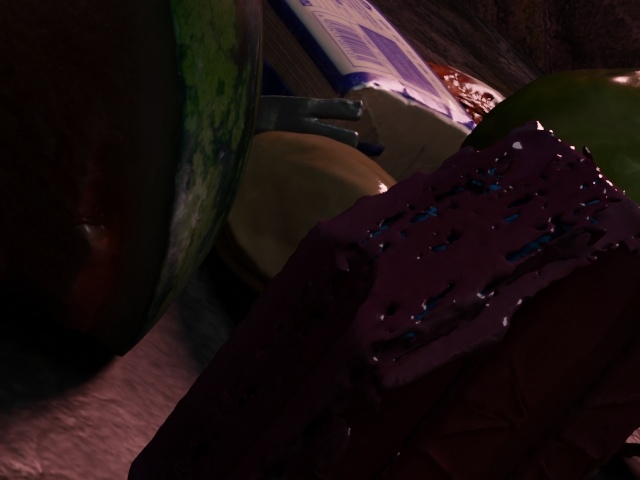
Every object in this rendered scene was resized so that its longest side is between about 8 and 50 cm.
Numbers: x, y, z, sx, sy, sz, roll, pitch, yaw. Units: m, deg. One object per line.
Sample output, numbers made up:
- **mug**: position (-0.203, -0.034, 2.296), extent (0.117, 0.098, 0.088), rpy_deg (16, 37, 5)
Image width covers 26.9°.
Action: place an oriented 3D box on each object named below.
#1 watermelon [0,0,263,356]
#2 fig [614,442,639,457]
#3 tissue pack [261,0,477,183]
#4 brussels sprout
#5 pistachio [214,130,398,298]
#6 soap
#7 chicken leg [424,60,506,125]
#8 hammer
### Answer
- **watermelon**: position (-0.132, -0.060, 0.775), extent (0.222, 0.319, 0.292), rpy_deg (70, 22, -9)
- **fig**: position (0.311, 0.187, 1.069), extent (0.201, 0.146, 0.134), rpy_deg (5, 24, 18)
- **tissue pack**: position (0.011, -0.156, 1.321), extent (0.209, 0.137, 0.269), rpy_deg (19, 28, -46)
- **brussels sprout**: position (0.267, 0.008, 1.091), extent (0.355, 0.281, 0.289), rpy_deg (10, -14, 29)
- **pistachio**: position (0.000, 0.000, 0.906), extent (0.136, 0.135, 0.226), rpy_deg (23, 16, -39)
- **soap**: position (0.052, 0.069, 0.595), extent (0.162, 0.250, 0.099), rpy_deg (27, 21, -36)
- **chicken leg**: position (0.174, -0.185, 1.789), extent (0.407, 0.096, 0.158), rpy_deg (36, 12, 6)
- **hammer**: position (0.006, -0.055, 1.080), extent (0.159, 0.041, 0.226), rpy_deg (-4, -24, 37)
